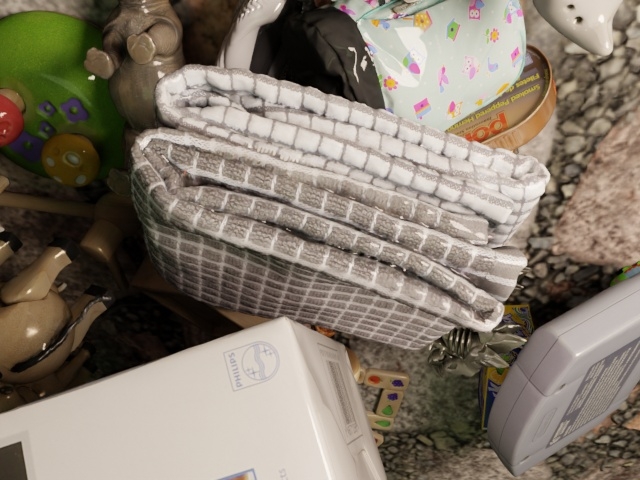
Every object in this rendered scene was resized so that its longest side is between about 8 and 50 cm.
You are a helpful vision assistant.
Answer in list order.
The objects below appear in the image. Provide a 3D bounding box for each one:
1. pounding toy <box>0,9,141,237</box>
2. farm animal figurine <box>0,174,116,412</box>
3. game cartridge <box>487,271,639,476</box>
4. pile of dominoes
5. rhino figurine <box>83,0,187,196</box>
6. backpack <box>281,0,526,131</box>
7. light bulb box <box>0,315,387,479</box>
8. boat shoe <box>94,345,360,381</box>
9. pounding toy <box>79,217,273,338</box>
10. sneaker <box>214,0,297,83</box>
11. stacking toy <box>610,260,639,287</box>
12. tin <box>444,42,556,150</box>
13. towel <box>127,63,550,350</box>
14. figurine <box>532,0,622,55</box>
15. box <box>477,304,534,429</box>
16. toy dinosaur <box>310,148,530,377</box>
[{"bbox_3d":[-0.262,-0.089,0.718,0.183,0.110,0.237,8,129,-2],"label":"pounding toy"},{"bbox_3d":[-0.349,0.098,0.771,0.327,0.172,0.330,-12,125,45],"label":"farm animal figurine"},{"bbox_3d":[0.279,0.151,0.814,0.198,0.062,0.297,-21,144,-16],"label":"game cartridge"},{"bbox_3d":[-0.021,0.239,1.011,0.251,0.040,0.196,9,129,-2],"label":"pile of dominoes"},{"bbox_3d":[-0.154,-0.168,0.642,0.073,0.106,0.243,3,117,7],"label":"rhino figurine"},{"bbox_3d":[0.073,-0.148,0.603,0.182,0.115,0.152,-31,133,-20],"label":"backpack"},{"bbox_3d":[-0.134,0.240,0.648,0.361,0.225,0.358,-19,166,4],"label":"light bulb box"},{"bbox_3d":[-0.114,0.200,0.913,0.341,0.121,0.110,-9,110,9],"label":"boat shoe"},{"bbox_3d":[-0.145,0.021,0.787,0.181,0.094,0.206,2,150,49],"label":"pounding toy"},{"bbox_3d":[-0.030,-0.111,0.691,0.153,0.101,0.268,16,134,-9],"label":"sneaker"},{"bbox_3d":[0.453,0.066,0.823,0.221,0.052,0.167,-25,123,24],"label":"stacking toy"},{"bbox_3d":[0.117,-0.107,0.668,0.190,0.106,0.040,-24,139,17],"label":"tin"},{"bbox_3d":[0.000,0.000,0.581,0.284,0.121,0.235,18,159,-2],"label":"towel"},{"bbox_3d":[0.125,-0.236,0.500,0.092,0.209,0.215,-35,119,28],"label":"figurine"},{"bbox_3d":[0.225,0.159,0.912,0.054,0.059,0.169,-2,129,6],"label":"box"},{"bbox_3d":[0.102,0.019,0.783,0.218,0.164,0.322,41,145,-9],"label":"toy dinosaur"}]
